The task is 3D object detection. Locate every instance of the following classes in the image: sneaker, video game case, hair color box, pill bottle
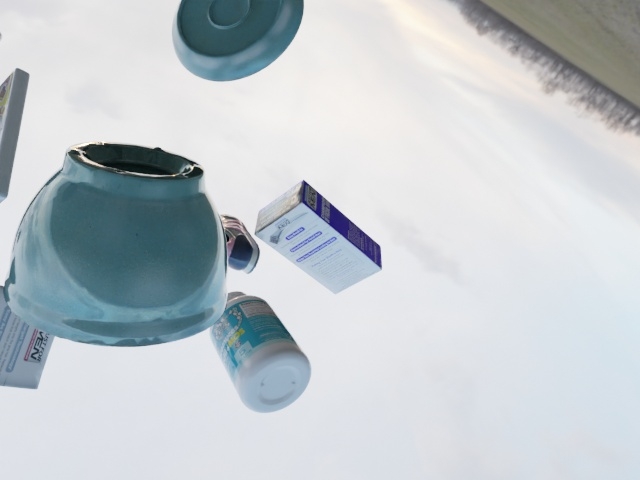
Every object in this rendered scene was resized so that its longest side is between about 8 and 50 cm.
[{"bbox_3d":[-0.284,-0.015,1.511,0.131,0.112,0.319,22,-172,-34],"label":"sneaker"},{"bbox_3d":[-0.524,-0.127,0.813,0.026,0.206,0.227,25,-129,-46],"label":"video game case"},{"bbox_3d":[0.000,0.000,1.494,0.338,0.185,0.110,38,-144,-32],"label":"hair color box"},{"bbox_3d":[-0.135,0.208,1.058,0.146,0.146,0.264,10,-160,-34],"label":"pill bottle"},{"bbox_3d":[-0.683,0.155,0.967,0.113,0.186,0.374,5,163,28],"label":"hair color box"}]

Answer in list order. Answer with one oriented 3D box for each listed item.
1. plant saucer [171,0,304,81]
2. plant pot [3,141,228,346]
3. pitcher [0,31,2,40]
[{"bbox_3d":[-0.193,-0.499,1.152,0.317,0.317,0.044,43,179,21],"label":"plant saucer"},{"bbox_3d":[-0.257,-0.020,0.712,0.292,0.196,0.293,12,-162,-4],"label":"plant pot"},{"bbox_3d":[-0.695,-0.338,0.964,0.207,0.126,0.178,15,-127,33],"label":"pitcher"}]
